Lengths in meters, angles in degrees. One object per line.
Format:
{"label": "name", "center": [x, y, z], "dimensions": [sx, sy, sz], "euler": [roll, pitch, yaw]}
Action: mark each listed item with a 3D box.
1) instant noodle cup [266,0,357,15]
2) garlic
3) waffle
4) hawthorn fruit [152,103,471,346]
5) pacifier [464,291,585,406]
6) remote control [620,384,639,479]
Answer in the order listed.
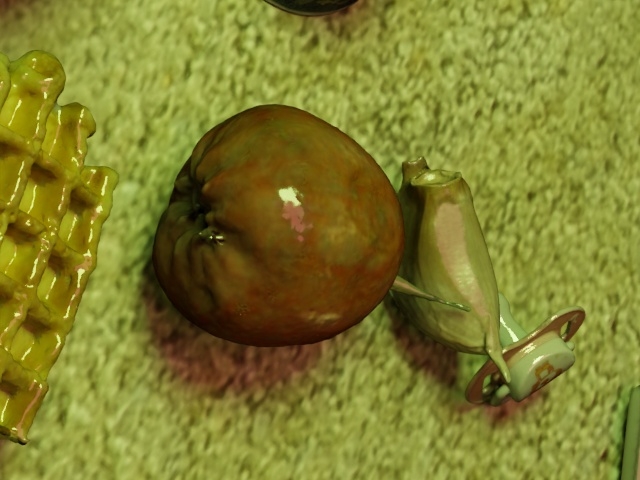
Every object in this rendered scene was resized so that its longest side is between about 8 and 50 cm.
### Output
{"label": "instant noodle cup", "center": [0.021, -0.211, 1.082], "dimensions": [0.127, 0.136, 0.127], "euler": [2, 86, -27]}
{"label": "garlic", "center": [0.076, 0.021, 1.125], "dimensions": [0.066, 0.084, 0.152], "euler": [-12, 88, -4]}
{"label": "waffle", "center": [-0.192, -0.011, 0.966], "dimensions": [0.160, 0.055, 0.211], "euler": [36, 67, -50]}
{"label": "hawthorn fruit", "center": [-0.018, 0.001, 1.055], "dimensions": [0.189, 0.149, 0.149], "euler": [38, 67, -51]}
{"label": "pacifier", "center": [0.127, 0.067, 1.166], "dimensions": [0.099, 0.081, 0.078], "euler": [-33, 68, -16]}
{"label": "remote control", "center": [0.231, 0.231, 1.224], "dimensions": [0.067, 0.029, 0.261], "euler": [10, 84, -27]}
